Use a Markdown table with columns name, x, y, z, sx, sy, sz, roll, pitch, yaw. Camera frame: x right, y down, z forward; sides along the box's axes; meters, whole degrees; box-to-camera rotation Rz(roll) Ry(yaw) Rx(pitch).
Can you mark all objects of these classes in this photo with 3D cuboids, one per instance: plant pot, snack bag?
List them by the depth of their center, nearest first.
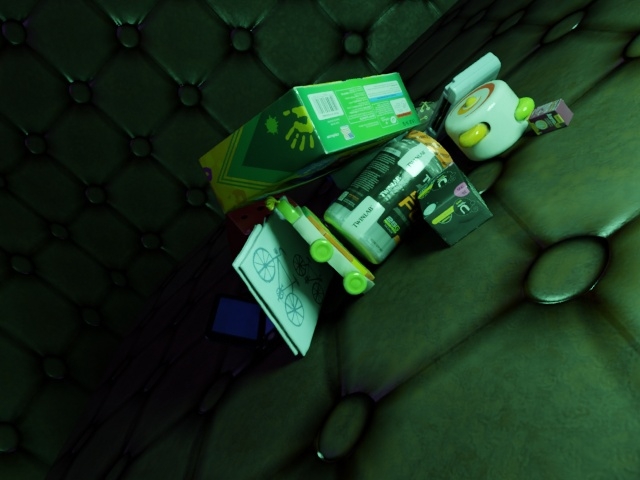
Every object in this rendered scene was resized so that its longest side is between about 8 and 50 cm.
| name | x | y | z | sx | sy | sz | roll | pitch | yaw |
| --- | --- | --- | --- | --- | --- | --- | --- | --- | --- |
| snack bag | -0.083 | 0.078 | 1.395 | 0.037 | 0.323 | 0.342 | -16 | 30 | 28 |
| plant pot | -0.151 | -0.012 | 1.633 | 0.267 | 0.235 | 0.267 | -31 | 40 | -14 |
| plant pot | 0.136 | -0.296 | 1.664 | 0.252 | 0.247 | 0.247 | -30 | 10 | 24 |

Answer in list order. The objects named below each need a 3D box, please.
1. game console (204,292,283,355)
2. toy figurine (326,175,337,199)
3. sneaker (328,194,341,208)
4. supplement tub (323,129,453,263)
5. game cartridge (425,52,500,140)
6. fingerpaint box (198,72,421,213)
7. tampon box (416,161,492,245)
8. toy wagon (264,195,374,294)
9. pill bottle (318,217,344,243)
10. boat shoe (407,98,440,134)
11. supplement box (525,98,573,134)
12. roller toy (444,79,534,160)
| name | x | y | z | sx | sy | sz | roll | pitch | yaw |
| --- | --- | --- | --- | --- | --- | --- | --- | --- | --- |
| game console | -0.196 | 0.203 | 1.616 | 0.250 | 0.173 | 0.293 | -42 | 19 | 12 |
| toy figurine | 0.130 | -0.276 | 1.854 | 0.363 | 0.217 | 0.191 | -39 | 19 | 22 |
| sneaker | 0.136 | -0.143 | 1.744 | 0.232 | 0.081 | 0.090 | -24 | 8 | 7 |
| supplement tub | 0.187 | -0.119 | 1.400 | 0.338 | 0.207 | 0.207 | -48 | 18 | -5 |
| game cartridge | 0.424 | -0.422 | 1.558 | 0.196 | 0.060 | 0.294 | -41 | -11 | -12 |
| fingerpaint box | -0.016 | -0.251 | 1.334 | 0.371 | 0.163 | 0.445 | -23 | 3 | 41 |
| tampon box | 0.310 | -0.088 | 1.230 | 0.120 | 0.101 | 0.161 | -40 | 19 | 20 |
| toy wagon | 0.000 | 0.000 | 1.334 | 0.068 | 0.344 | 0.267 | -44 | 18 | 4 |
| pill bottle | 0.039 | -0.028 | 1.718 | 0.094 | 0.094 | 0.169 | -50 | 18 | -12 |
| boat shoe | 0.368 | -0.438 | 1.875 | 0.305 | 0.091 | 0.109 | -35 | 21 | 30 |
| supplement box | 0.540 | -0.291 | 1.233 | 0.043 | 0.055 | 0.083 | -55 | 19 | -22 |
| roller toy | 0.433 | -0.319 | 1.384 | 0.209 | 0.146 | 0.191 | -45 | 17 | 4 |
